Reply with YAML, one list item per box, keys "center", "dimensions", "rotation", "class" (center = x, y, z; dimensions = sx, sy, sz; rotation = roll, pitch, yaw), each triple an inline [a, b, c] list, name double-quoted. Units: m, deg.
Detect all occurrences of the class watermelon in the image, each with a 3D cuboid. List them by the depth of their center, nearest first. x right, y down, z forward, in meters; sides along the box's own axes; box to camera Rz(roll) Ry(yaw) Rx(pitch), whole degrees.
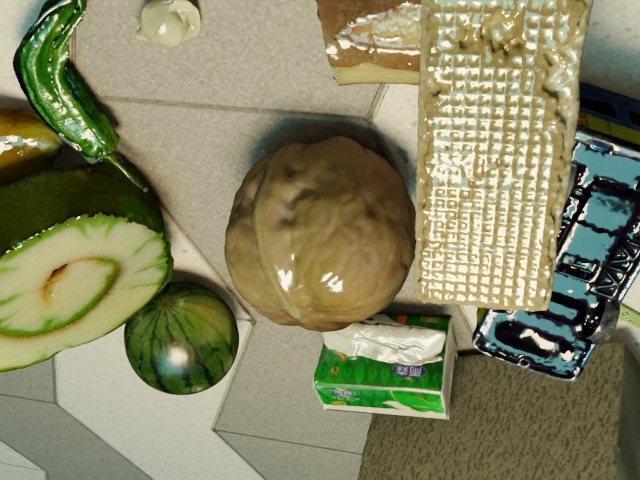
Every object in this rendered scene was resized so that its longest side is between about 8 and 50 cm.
- center: [-0.229, 0.171, 1.294]
  dimensions: [0.187, 0.188, 0.215]
  rotation: [3, 138, 15]
  class: "watermelon"

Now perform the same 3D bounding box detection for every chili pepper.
- center: [-0.306, -0.182, 0.974]
  dimensions: [0.122, 0.065, 0.279]
  rotation: [6, 138, 18]
  class: "chili pepper"

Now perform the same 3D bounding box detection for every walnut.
- center: [-0.001, -0.001, 0.969]
  dimensions: [0.248, 0.248, 0.248]
  rotation: [9, 142, 7]
  class: "walnut"

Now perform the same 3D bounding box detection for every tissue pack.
- center: [0.102, 0.184, 1.228]
  dimensions: [0.208, 0.148, 0.156]
  rotation: [2, 141, 17]
  class: "tissue pack"

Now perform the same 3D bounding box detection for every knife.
- center: [0.405, 0.089, 1.115]
  dimensions: [0.207, 0.014, 0.030]
  rotation: [26, 139, -16]
  class: "knife"

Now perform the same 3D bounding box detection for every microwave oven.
- center: [0.303, 0.377, 1.231]
  dimensions: [0.431, 0.375, 0.236]
  rotation: [-13, 135, 38]
  class: "microwave oven"

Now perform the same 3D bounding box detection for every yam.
- center: [0.115, -0.212, 0.749]
  dimensions: [0.238, 0.129, 0.128]
  rotation: [2, 117, 13]
  class: "yam"

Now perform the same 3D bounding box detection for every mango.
- center: [-0.486, -0.082, 1.101]
  dimensions: [0.192, 0.146, 0.316]
  rotation: [29, 132, -36]
  class: "mango"

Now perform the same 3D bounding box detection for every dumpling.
- center: [-0.171, -0.247, 0.872]
  dimensions: [0.052, 0.057, 0.076]
  rotation: [43, 118, 21]
  class: "dumpling"

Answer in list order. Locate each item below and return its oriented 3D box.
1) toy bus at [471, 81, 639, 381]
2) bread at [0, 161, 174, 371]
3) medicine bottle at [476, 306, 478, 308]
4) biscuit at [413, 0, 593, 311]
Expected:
- center: [0.276, -0.006, 0.850]
  dimensions: [0.138, 0.175, 0.288]
  rotation: [19, 123, 2]
  class: "toy bus"
- center: [-0.405, 0.038, 1.093]
  dimensions: [0.381, 0.129, 0.366]
  rotation: [6, 135, -50]
  class: "bread"
- center: [0.211, 0.004, 1.016]
  dimensions: [0.121, 0.083, 0.229]
  rotation: [-24, 129, 30]
  class: "medicine bottle"
- center: [0.154, -0.131, 0.661]
  dimensions: [0.143, 0.078, 0.426]
  rotation: [4, 121, 12]
  class: "biscuit"
